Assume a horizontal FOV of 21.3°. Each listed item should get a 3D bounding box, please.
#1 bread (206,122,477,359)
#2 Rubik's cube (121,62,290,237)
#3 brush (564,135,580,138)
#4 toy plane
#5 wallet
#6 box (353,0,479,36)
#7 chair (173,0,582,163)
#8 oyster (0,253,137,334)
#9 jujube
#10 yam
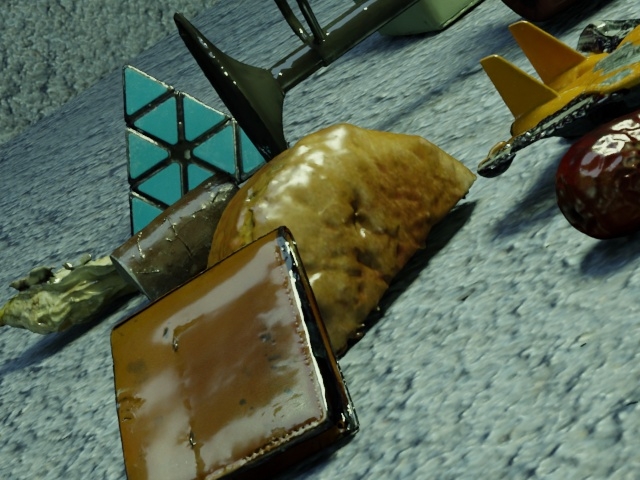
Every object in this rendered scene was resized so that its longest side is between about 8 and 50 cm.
[{"bbox_3d":[-0.002,-0.010,1.327,0.260,0.134,0.129,-45,18,-34],"label":"bread"},{"bbox_3d":[-0.166,-0.056,1.972,0.178,0.211,0.190,-61,-10,-17],"label":"Rubik's cube"},{"bbox_3d":[0.307,-0.193,1.385,0.313,0.067,0.072,-37,17,-3],"label":"brush"},{"bbox_3d":[0.266,-0.130,1.228,0.316,0.103,0.204,-8,31,44],"label":"toy plane"},{"bbox_3d":[-0.067,0.096,1.185,0.161,0.042,0.195,-29,43,10],"label":"wallet"},{"bbox_3d":[0.157,-0.383,2.057,0.290,0.166,0.220,-40,17,-15],"label":"box"},{"bbox_3d":[0.079,-0.241,1.689,0.401,0.226,0.226,-34,15,-3],"label":"chair"},{"bbox_3d":[-0.226,0.043,1.765,0.209,0.072,0.133,-19,2,-24],"label":"oyster"},{"bbox_3d":[0.216,-0.052,1.130,0.129,0.077,0.077,-29,14,-17],"label":"jujube"},{"bbox_3d":[-0.131,0.000,1.674,0.141,0.079,0.079,-38,16,-11],"label":"yam"}]
